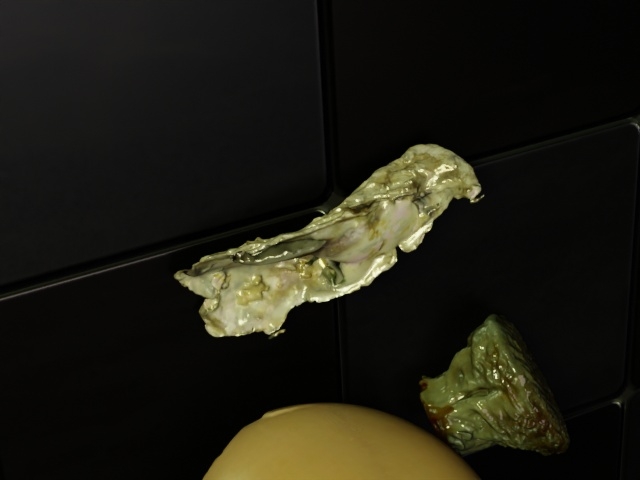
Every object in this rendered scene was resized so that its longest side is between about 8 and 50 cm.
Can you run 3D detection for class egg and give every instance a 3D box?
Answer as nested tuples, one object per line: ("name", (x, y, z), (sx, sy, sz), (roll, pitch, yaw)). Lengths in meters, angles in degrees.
("egg", (0.028, 0.218, 0.990), (0.201, 0.244, 0.201), (-15, 116, -35))

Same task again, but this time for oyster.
("oyster", (0.000, 0.003, 0.973), (0.199, 0.061, 0.106), (-13, 140, -19))

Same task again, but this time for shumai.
("shumai", (0.121, 0.119, 1.076), (0.087, 0.099, 0.124), (-29, 126, 9))
